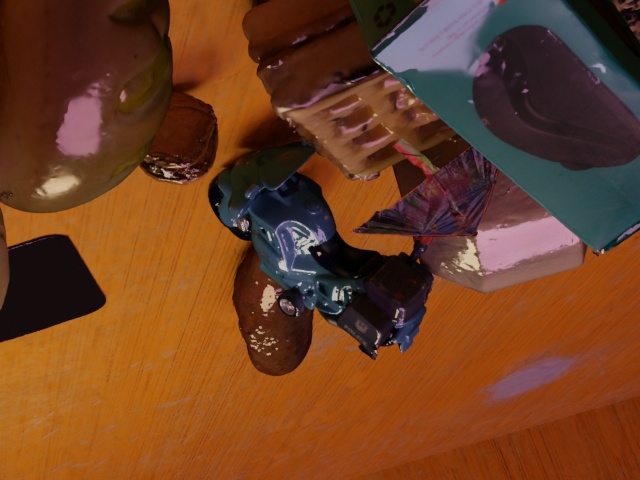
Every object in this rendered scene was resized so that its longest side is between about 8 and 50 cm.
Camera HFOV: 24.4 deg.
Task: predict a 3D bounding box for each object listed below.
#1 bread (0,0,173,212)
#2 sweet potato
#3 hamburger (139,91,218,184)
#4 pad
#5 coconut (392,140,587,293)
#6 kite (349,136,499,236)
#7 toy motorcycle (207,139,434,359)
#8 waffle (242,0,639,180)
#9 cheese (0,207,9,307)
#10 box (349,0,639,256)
[{"bbox_3d":[-0.189,-0.105,1.134,0.158,0.156,0.260,-7,174,-31],"label":"bread"},{"bbox_3d":[-0.052,0.050,1.776,0.109,0.109,0.385,-15,148,-14],"label":"sweet potato"},{"bbox_3d":[-0.129,-0.092,1.336,0.076,0.083,0.044,13,155,7],"label":"hamburger"},{"bbox_3d":[-0.345,0.063,1.664,0.181,0.004,0.267,-19,161,-5],"label":"pad"},{"bbox_3d":[0.193,-0.062,1.542,0.241,0.241,0.241,-18,160,-7],"label":"coconut"},{"bbox_3d":[0.113,-0.051,1.392,0.190,0.010,0.159,-36,134,2],"label":"kite"},{"bbox_3d":[0.000,0.000,1.504,0.123,0.272,0.182,-45,169,-34],"label":"toy motorcycle"},{"bbox_3d":[0.146,-0.189,1.308,0.376,0.114,0.261,-23,159,9],"label":"waffle"},{"bbox_3d":[-0.368,0.024,1.229,0.214,0.117,0.226,-8,153,-30],"label":"cheese"},{"bbox_3d":[0.135,-0.151,1.044,0.118,0.205,0.311,-35,136,20],"label":"box"}]
